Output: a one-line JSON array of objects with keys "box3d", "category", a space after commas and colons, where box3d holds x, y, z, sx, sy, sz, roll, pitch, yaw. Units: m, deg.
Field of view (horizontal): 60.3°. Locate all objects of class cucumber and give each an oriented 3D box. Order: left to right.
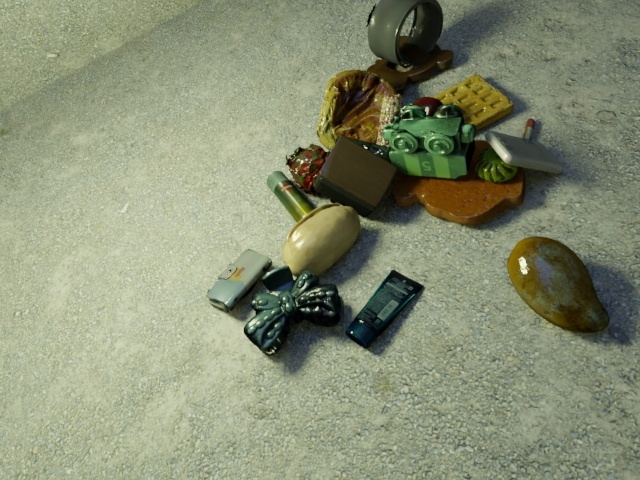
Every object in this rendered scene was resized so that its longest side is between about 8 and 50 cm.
[{"box3d": [0.144, -0.311, 1.949, 0.211, 0.078, 0.062, 16, 31, 22], "category": "cucumber"}]

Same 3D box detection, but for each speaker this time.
[{"box3d": [0.118, -0.214, 1.866, 0.231, 0.153, 0.192, 30, 75, -3], "category": "speaker"}]

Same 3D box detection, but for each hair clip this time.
[{"box3d": [-0.089, 0.207, 1.691, 0.310, 0.194, 0.206, -24, 62, -1], "category": "hair clip"}]

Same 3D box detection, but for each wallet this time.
[{"box3d": [-0.276, 0.135, 1.869, 0.170, 0.069, 0.231, 13, 55, 48], "category": "wallet"}]

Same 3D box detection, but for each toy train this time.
[{"box3d": [0.353, -0.314, 1.788, 0.299, 0.238, 0.167, 8, 58, 27], "category": "toy train"}]

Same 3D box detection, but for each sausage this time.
[{"box3d": [0.710, -0.345, 1.906, 0.029, 0.029, 0.223, 10, 58, 26], "category": "sausage"}]

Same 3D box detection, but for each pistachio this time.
[{"box3d": [0.000, 0.000, 1.818, 0.299, 0.187, 0.187, -40, 52, -19], "category": "pistachio"}]

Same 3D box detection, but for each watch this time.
[{"box3d": [0.328, -0.804, 2.194, 0.335, 0.327, 0.314, -42, 52, -13], "category": "watch"}]

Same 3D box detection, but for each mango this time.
[{"box3d": [0.646, 0.124, 1.510, 0.193, 0.146, 0.316, -32, 65, -4], "category": "mango"}]

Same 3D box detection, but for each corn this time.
[{"box3d": [0.252, -0.391, 1.989, 0.092, 0.092, 0.280, 7, 94, 24], "category": "corn"}]

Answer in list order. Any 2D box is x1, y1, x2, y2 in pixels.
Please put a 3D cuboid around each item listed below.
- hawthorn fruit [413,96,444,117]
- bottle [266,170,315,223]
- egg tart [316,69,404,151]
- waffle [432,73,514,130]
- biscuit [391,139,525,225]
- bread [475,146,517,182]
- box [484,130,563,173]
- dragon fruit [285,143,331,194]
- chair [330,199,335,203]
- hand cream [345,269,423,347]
[{"box3d": [0.388, -0.446, 2.014, 0.169, 0.169, 0.188, -4, 17, 17], "category": "hawthorn fruit"}, {"box3d": [-0.104, -0.150, 2.013, 0.082, 0.082, 0.286, -34, 50, -7], "category": "bottle"}, {"box3d": [0.150, -0.473, 2.097, 0.339, 0.153, 0.351, 8, 80, -11], "category": "egg tart"}, {"box3d": [0.561, -0.507, 2.065, 0.221, 0.055, 0.248, -28, 50, -3], "category": "waffle"}, {"box3d": [0.467, -0.211, 1.863, 0.455, 0.078, 0.349, 22, 67, 32], "category": "biscuit"}, {"box3d": [0.566, -0.249, 1.775, 0.130, 0.071, 0.139, -2, 53, 23], "category": "bread"}, {"box3d": [0.652, -0.280, 1.756, 0.285, 0.044, 0.142, 4, 44, -34], "category": "box"}, {"box3d": [-0.028, -0.260, 2.010, 0.182, 0.188, 0.182, -28, 10, 5], "category": "dragon fruit"}, {"box3d": [0.067, -0.171, 1.998, 0.042, 0.037, 0.086, -2, 49, 32], "category": "chair"}, {"box3d": [0.189, 0.202, 1.666, 0.120, 0.061, 0.270, 28, 62, 32], "category": "hand cream"}]
